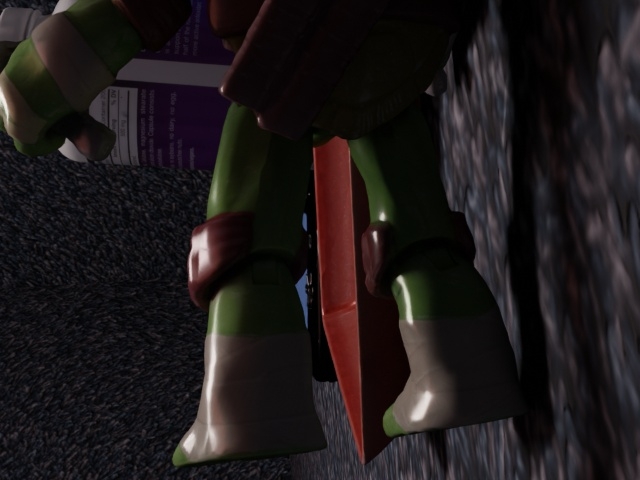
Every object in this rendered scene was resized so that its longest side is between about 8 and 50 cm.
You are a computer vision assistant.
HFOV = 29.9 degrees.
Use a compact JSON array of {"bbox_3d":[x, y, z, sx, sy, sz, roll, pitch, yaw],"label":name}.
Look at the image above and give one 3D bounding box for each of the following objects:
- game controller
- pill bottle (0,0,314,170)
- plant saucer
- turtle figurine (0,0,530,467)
[{"bbox_3d":[-0.006,0.020,1.075,0.319,0.067,0.166,-139,40,-82],"label":"game controller"},{"bbox_3d":[-0.160,-0.165,1.227,0.181,0.323,0.181,-176,90,-86],"label":"pill bottle"},{"bbox_3d":[0.028,-0.029,0.762,0.259,0.048,0.258,-111,17,-74],"label":"plant saucer"},{"bbox_3d":[-0.024,-0.046,0.497,0.198,0.275,0.266,8,-109,-59],"label":"turtle figurine"}]
